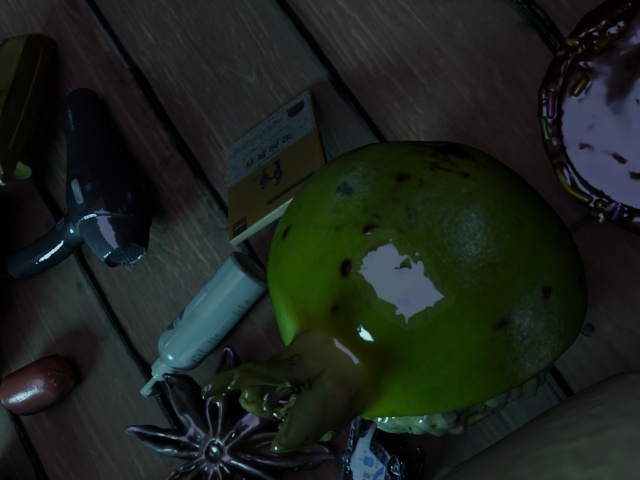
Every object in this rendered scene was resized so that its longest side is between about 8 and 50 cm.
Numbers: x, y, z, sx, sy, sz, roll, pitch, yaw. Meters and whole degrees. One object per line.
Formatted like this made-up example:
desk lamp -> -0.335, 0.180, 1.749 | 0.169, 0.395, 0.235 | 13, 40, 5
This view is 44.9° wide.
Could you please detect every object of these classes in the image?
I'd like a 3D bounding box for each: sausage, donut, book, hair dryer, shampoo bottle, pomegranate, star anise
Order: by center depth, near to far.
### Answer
pomegranate -> 0.059, 0.050, 0.624 | 0.261, 0.341, 0.260 | 26, 131, 34
donut -> 0.307, -0.107, 0.654 | 0.235, 0.089, 0.234 | -3, 83, 22
book -> -0.048, -0.079, 0.788 | 0.118, 0.012, 0.172 | -33, 35, 17
star anise -> -0.108, 0.227, 0.797 | 0.231, 0.089, 0.209 | -28, 67, 13
shampoo bottle -> -0.135, 0.100, 0.838 | 0.056, 0.056, 0.195 | 45, 101, 20
sausage -> -0.335, 0.173, 0.914 | 0.094, 0.059, 0.054 | -28, 81, 16
hair dryer -> -0.325, -0.031, 0.924 | 0.272, 0.091, 0.235 | -34, 64, 21

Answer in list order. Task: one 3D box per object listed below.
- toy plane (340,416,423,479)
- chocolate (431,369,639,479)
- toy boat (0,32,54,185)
toy plane -> 0.056, 0.201, 0.752 | 0.078, 0.053, 0.197 | 5, 91, 32
chocolate -> 0.234, 0.242, 0.551 | 0.297, 0.314, 0.326 | -42, 37, -6
toy boat -> -0.369, -0.157, 0.936 | 0.068, 0.088, 0.225 | -4, 60, 18
